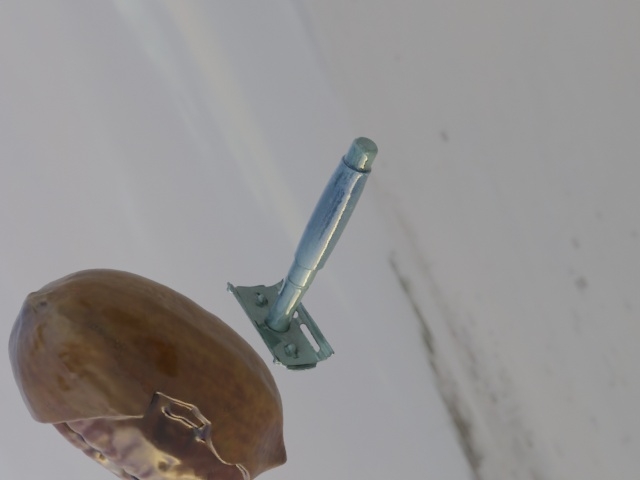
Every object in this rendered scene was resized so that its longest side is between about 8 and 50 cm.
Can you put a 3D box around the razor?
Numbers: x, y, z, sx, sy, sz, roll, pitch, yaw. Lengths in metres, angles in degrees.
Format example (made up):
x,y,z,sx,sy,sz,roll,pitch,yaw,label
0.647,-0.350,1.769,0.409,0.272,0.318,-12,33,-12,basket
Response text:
x,y,z,sx,sy,sz,roll,pitch,yaw,label
0.000,0.000,0.969,0.040,0.135,0.068,-3,-136,-38,razor

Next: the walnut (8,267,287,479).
x,y,z,sx,sy,sz,roll,pitch,yaw,label
-0.099,0.091,1.087,0.207,0.116,0.116,32,-161,-31,walnut
